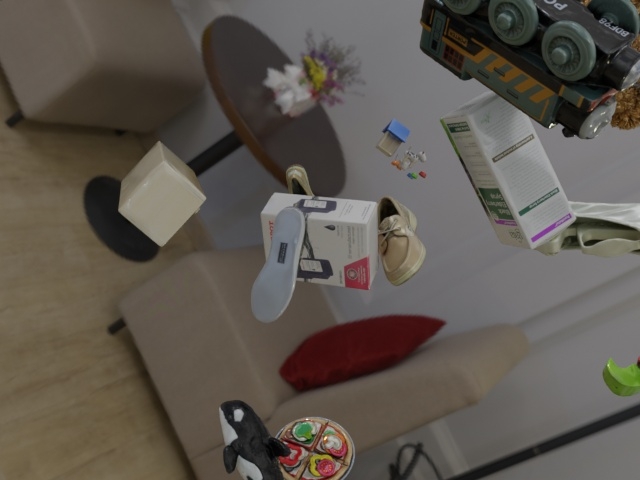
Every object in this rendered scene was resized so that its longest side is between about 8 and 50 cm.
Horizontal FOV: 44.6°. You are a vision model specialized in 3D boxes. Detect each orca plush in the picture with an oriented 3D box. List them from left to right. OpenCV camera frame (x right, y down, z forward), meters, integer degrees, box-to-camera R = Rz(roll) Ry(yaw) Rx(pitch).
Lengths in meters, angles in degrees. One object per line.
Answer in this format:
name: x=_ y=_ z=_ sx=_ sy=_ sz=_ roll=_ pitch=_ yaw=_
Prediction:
orca plush: x=-0.109 y=0.442 z=1.541 sx=0.151 sy=0.102 sz=0.287 roll=30 pitch=37 yaw=-54

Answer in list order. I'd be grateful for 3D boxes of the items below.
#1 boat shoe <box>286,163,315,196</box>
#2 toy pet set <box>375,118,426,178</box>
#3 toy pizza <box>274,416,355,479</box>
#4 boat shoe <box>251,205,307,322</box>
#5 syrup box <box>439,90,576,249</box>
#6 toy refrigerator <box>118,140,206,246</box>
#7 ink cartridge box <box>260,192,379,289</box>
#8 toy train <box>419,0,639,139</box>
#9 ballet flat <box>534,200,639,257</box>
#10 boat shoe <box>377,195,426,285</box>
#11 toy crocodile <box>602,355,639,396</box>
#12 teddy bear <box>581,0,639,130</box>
boat shoe: x=-0.046 y=-0.096 z=1.970 sx=0.072 sy=0.068 sz=0.190 roll=-90 pitch=160 yaw=-54
toy pet set: x=0.168 y=-0.180 z=1.534 sx=0.114 sy=0.065 sz=0.122 roll=36 pitch=-1 yaw=-8
toy pizza: x=-0.018 y=0.500 z=1.852 sx=0.201 sy=0.201 sz=0.032 roll=-92 pitch=-179 yaw=-47
boat shoe: x=-0.044 y=0.030 z=0.935 sx=0.040 sy=0.049 sz=0.142 roll=14 pitch=92 yaw=-75
syrup box: x=0.291 y=-0.110 z=1.211 sx=0.237 sy=0.096 sz=0.093 roll=62 pitch=-11 yaw=-13
toy refrigerator: x=-0.257 y=-0.080 z=1.267 sx=0.094 sy=0.102 sz=0.269 roll=43 pitch=1 yaw=-18
ink cartridge box: x=0.000 y=0.000 z=1.686 sx=0.100 sy=0.237 sz=0.172 roll=-61 pitch=153 yaw=-53
toy train: x=0.276 y=-0.275 z=1.059 sx=0.142 sy=0.190 sz=0.334 roll=-36 pitch=62 yaw=-26
ballet flat: x=0.594 y=-0.021 z=1.824 sx=0.139 sy=0.400 sz=0.139 roll=-3 pitch=93 yaw=-62
boat shoe: x=0.168 y=-0.006 z=1.781 sx=0.098 sy=0.109 sz=0.302 roll=45 pitch=23 yaw=-20
toy crocodile: x=0.754 y=0.231 z=1.620 sx=0.105 sy=0.340 sz=0.115 roll=62 pitch=2 yaw=30
teddy bear: x=0.495 y=-0.322 z=1.360 sx=0.338 sy=0.245 sz=0.113 roll=47 pitch=39 yaw=-29
